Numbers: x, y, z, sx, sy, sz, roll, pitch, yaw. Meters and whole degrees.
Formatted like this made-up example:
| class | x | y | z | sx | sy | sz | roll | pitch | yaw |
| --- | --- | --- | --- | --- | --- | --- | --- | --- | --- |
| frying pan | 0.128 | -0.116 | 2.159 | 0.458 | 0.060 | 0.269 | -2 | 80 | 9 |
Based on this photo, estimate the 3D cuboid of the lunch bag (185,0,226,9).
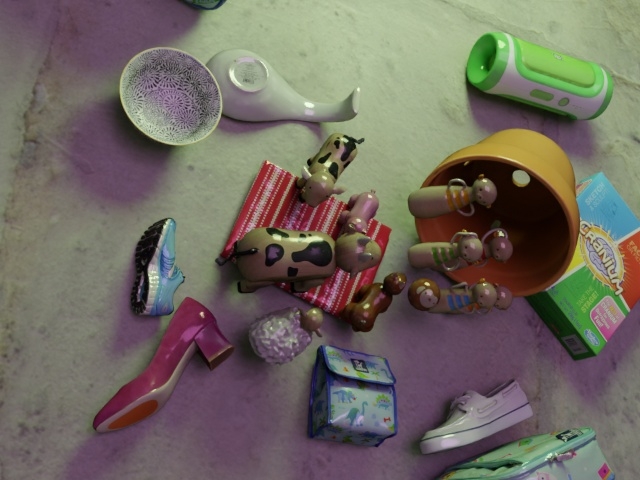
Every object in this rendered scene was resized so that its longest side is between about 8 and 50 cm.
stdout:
| class | x | y | z | sx | sy | sz | roll | pitch | yaw |
| --- | --- | --- | --- | --- | --- | --- | --- | --- | --- |
| lunch bag | -0.231 | -0.529 | 1.468 | 0.303 | 0.243 | 0.115 | 33 | 63 | -14 |

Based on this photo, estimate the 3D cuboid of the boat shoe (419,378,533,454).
| class | x | y | z | sx | sy | sz | roll | pitch | yaw |
| --- | --- | --- | --- | --- | --- | --- | --- | --- | --- |
| boat shoe | 0.264 | 0.307 | 1.567 | 0.258 | 0.095 | 0.084 | -11 | 75 | -40 |

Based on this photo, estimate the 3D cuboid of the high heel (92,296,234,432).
| class | x | y | z | sx | sy | sz | roll | pitch | yaw |
| --- | --- | --- | --- | --- | --- | --- | --- | --- | --- |
| high heel | -0.256 | 0.184 | 1.346 | 0.244 | 0.082 | 0.117 | -35 | 67 | -20 |

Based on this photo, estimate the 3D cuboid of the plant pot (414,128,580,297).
| class | x | y | z | sx | sy | sz | roll | pitch | yaw |
| --- | --- | --- | --- | --- | --- | --- | --- | --- | --- |
| plant pot | 0.340 | -0.072 | 1.622 | 0.291 | 0.291 | 0.203 | 47 | 44 | -8 |

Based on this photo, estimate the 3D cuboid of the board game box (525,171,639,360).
| class | x | y | z | sx | sy | sz | roll | pitch | yaw |
| --- | --- | --- | --- | --- | --- | --- | --- | --- | --- |
| board game box | 0.539 | 0.047 | 1.796 | 0.316 | 0.064 | 0.242 | -43 | 96 | -30 |

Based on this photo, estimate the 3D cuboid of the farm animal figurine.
| class | x | y | z | sx | sy | sz | roll | pitch | yaw |
| --- | --- | --- | --- | --- | --- | --- | --- | --- | --- |
| farm animal figurine | 0.000 | 0.000 | 1.435 | 0.326 | 0.172 | 0.331 | -17 | 84 | -27 |

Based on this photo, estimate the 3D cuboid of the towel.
| class | x | y | z | sx | sy | sz | roll | pitch | yaw |
| --- | --- | --- | --- | --- | --- | --- | --- | --- | --- |
| towel | -0.017 | 0.006 | 1.540 | 0.274 | 0.031 | 0.199 | 29 | 66 | -15 |

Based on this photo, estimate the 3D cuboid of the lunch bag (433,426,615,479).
| class | x | y | z | sx | sy | sz | roll | pitch | yaw |
| --- | --- | --- | --- | --- | --- | --- | --- | --- | --- |
| lunch bag | 0.319 | 0.390 | 1.451 | 0.223 | 0.279 | 0.108 | -13 | 77 | -28 |

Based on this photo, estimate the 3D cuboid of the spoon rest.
| class | x | y | z | sx | sy | sz | roll | pitch | yaw |
| --- | --- | --- | --- | --- | --- | --- | --- | --- | --- |
| spoon rest | -0.072 | -0.259 | 1.576 | 0.276 | 0.084 | 0.137 | 12 | 68 | -10 |

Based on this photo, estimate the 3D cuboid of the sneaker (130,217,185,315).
| class | x | y | z | sx | sy | sz | roll | pitch | yaw |
| --- | --- | --- | --- | --- | --- | --- | --- | --- | --- |
| sneaker | -0.248 | 0.044 | 1.401 | 0.073 | 0.063 | 0.162 | 21 | 69 | -40 |

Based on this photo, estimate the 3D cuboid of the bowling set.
| class | x | y | z | sx | sy | sz | roll | pitch | yaw |
| --- | --- | --- | --- | --- | --- | --- | --- | --- | --- |
| bowling set | 0.241 | 0.058 | 1.505 | 0.287 | 0.154 | 0.200 | 66 | 28 | -28 |

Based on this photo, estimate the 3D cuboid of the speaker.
| class | x | y | z | sx | sy | sz | roll | pitch | yaw |
| --- | --- | --- | --- | --- | --- | --- | --- | --- | --- |
| speaker | 0.453 | -0.335 | 1.834 | 0.296 | 0.131 | 0.131 | 11 | 70 | -24 |

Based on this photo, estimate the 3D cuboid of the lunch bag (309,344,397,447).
| class | x | y | z | sx | sy | sz | roll | pitch | yaw |
| --- | --- | --- | --- | --- | --- | --- | --- | --- | --- |
| lunch bag | 0.054 | 0.251 | 1.470 | 0.128 | 0.096 | 0.151 | 14 | 54 | -21 |

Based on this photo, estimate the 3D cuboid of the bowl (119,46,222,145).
| class | x | y | z | sx | sy | sz | roll | pitch | yaw |
| --- | --- | --- | --- | --- | --- | --- | --- | --- | --- |
| bowl | -0.253 | -0.221 | 1.457 | 0.170 | 0.080 | 0.170 | 8 | 72 | -25 |
